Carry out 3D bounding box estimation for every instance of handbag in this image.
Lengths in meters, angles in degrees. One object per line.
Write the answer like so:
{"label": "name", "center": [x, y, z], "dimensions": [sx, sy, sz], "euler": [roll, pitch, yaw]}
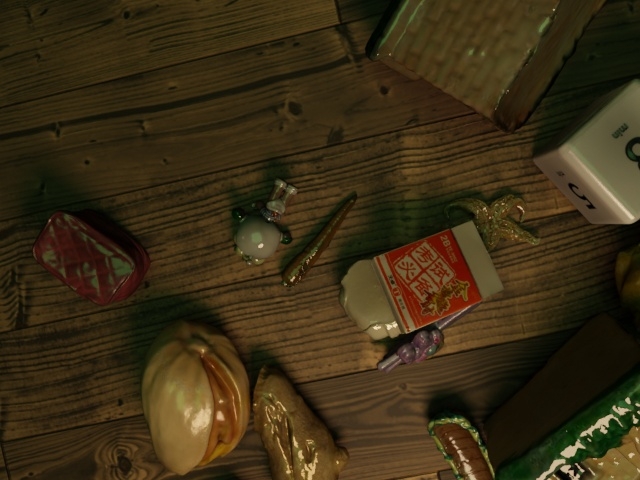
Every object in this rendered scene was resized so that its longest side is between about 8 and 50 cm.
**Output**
{"label": "handbag", "center": [-0.486, 0.033, 1.195], "dimensions": [0.225, 0.135, 0.146], "euler": [36, 94, -2]}

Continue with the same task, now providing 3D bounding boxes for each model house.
{"label": "model house", "center": [0.302, -0.488, 1.035], "dimensions": [0.400, 0.395, 0.446], "euler": [35, 112, 17]}
{"label": "model house", "center": [0.562, 0.399, 1.047], "dimensions": [0.342, 0.334, 0.382], "euler": [44, 104, 3]}

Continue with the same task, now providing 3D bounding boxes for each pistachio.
{"label": "pistachio", "center": [-0.265, 0.319, 1.160], "dimensions": [0.229, 0.230, 0.309], "euler": [-6, 96, 4]}

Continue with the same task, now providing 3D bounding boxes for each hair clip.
{"label": "hair clip", "center": [0.234, 0.183, 1.161], "dimensions": [0.090, 0.137, 0.278], "euler": [39, 91, 26]}

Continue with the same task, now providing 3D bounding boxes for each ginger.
{"label": "ginger", "center": [-0.057, 0.429, 1.184], "dimensions": [0.189, 0.126, 0.354], "euler": [-26, 92, 10]}

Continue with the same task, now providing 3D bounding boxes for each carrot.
{"label": "carrot", "center": [0.000, 0.000, 1.206], "dimensions": [0.049, 0.049, 0.254], "euler": [39, 90, 2]}

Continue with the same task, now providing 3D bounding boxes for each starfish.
{"label": "starfish", "center": [0.363, -0.033, 1.173], "dimensions": [0.209, 0.053, 0.150], "euler": [21, 98, 1]}

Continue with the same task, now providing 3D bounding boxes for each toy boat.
{"label": "toy boat", "center": [0.322, 0.486, 1.171], "dimensions": [0.108, 0.099, 0.293], "euler": [-25, 88, 34]}

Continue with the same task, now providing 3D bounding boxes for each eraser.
{"label": "eraser", "center": [0.231, 0.069, 1.095], "dimensions": [0.230, 0.038, 0.157], "euler": [-20, 79, -15]}

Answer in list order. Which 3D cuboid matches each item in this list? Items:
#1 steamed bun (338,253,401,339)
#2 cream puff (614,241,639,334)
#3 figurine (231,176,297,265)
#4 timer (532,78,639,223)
{"label": "steamed bun", "center": [0.130, 0.115, 1.160], "dimensions": [0.182, 0.106, 0.183], "euler": [-4, 72, 11]}
{"label": "cream puff", "center": [0.721, 0.058, 1.053], "dimensions": [0.378, 0.275, 0.379], "euler": [7, 79, -35]}
{"label": "figurine", "center": [-0.118, -0.039, 1.189], "dimensions": [0.147, 0.093, 0.197], "euler": [27, 86, -20]}
{"label": "timer", "center": [0.570, -0.163, 1.082], "dimensions": [0.192, 0.194, 0.195], "euler": [-43, 89, 4]}
